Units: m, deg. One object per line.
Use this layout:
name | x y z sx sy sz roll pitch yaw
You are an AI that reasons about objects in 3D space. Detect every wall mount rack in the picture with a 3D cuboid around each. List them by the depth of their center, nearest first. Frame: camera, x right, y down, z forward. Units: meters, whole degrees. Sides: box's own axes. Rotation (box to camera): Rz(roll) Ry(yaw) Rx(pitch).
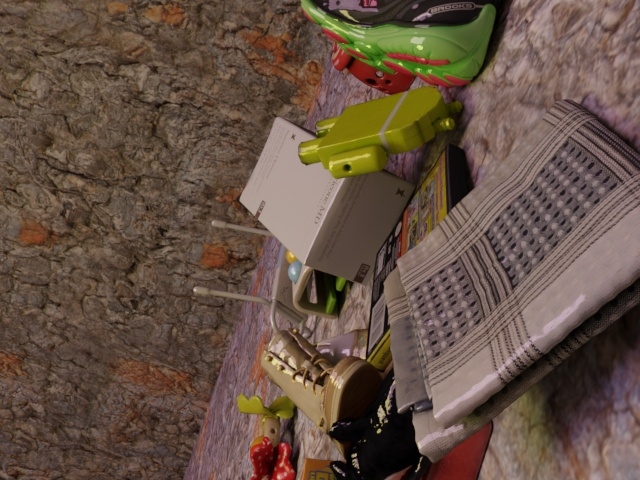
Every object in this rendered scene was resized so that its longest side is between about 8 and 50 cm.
wall mount rack | -0.137 0.091 1.668 0.130 0.304 0.350 -25 41 34

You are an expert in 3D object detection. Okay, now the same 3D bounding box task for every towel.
towel | 0.179 0.020 0.682 0.324 0.056 0.312 -48 21 22

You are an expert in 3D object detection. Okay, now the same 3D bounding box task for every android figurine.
android figurine | 0.101 -0.189 1.145 0.056 0.272 0.248 66 -148 -27

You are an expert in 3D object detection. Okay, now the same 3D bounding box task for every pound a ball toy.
pound a ball toy | 0.000 0.000 1.553 0.319 0.135 0.208 -98 27 -62

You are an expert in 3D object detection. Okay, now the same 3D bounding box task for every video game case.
video game case | 0.143 0.020 1.011 0.275 0.035 0.248 -77 13 -54

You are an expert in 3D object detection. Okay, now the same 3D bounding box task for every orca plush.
orca plush | 0.056 0.229 0.831 0.287 0.102 0.151 121 162 -49

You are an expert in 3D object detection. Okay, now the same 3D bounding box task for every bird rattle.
bird rattle | -0.110 0.477 1.558 0.254 0.143 0.207 -107 21 -46

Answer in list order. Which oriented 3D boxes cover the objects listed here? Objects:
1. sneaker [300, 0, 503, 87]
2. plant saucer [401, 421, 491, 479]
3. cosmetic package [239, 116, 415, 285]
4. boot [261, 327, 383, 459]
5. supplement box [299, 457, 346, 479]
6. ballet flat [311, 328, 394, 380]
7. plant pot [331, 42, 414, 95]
sneaker | 0.138 -0.417 1.214 0.483 0.185 0.202 35 95 44
plant saucer | 0.108 0.302 0.864 0.259 0.047 0.259 -152 79 -79
cosmetic package | -0.003 -0.091 1.357 0.217 0.156 0.385 -65 29 8
boot | -0.005 0.200 1.008 0.095 0.203 0.262 -38 -29 -19
supplement box | -0.002 0.404 1.034 0.233 0.080 0.078 103 177 -54
ballet flat | 0.028 0.215 1.181 0.348 0.123 0.123 137 148 -67
plant pot | 0.126 -0.428 1.477 0.191 0.174 0.191 -165 90 -77
